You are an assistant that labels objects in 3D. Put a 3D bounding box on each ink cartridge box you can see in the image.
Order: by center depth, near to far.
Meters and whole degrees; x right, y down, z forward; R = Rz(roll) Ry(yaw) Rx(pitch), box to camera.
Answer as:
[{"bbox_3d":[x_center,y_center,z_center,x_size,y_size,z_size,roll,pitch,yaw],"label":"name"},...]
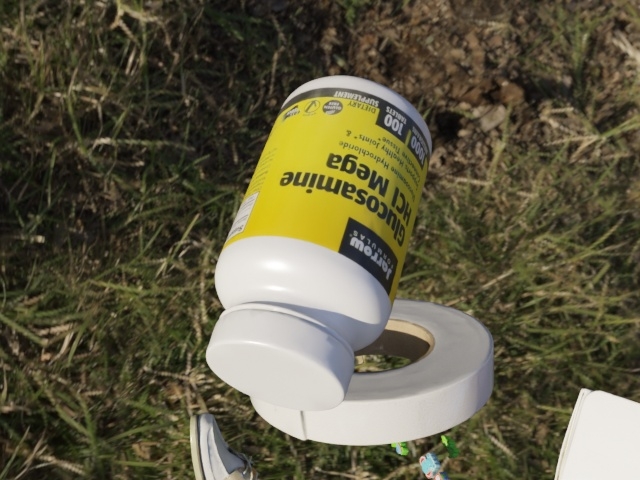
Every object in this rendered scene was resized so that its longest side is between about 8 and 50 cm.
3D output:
[{"bbox_3d":[0.380,0.256,0.834,0.207,0.283,0.117,16,82,28],"label":"ink cartridge box"}]

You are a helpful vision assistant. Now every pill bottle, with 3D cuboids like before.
[{"bbox_3d":[0.000,0.000,0.827,0.187,0.188,0.334,26,57,-13],"label":"pill bottle"}]

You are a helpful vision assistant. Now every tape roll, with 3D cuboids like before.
[{"bbox_3d":[0.077,0.191,1.212,0.391,0.392,0.072,-14,109,-27],"label":"tape roll"}]

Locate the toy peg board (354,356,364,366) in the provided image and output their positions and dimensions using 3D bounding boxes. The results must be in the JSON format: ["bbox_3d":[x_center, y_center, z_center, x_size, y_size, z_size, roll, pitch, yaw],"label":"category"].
[{"bbox_3d":[-0.008,0.210,1.674,0.160,0.079,0.161,-19,69,4],"label":"toy peg board"}]

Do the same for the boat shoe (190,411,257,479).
[{"bbox_3d":[-0.170,0.441,1.446,0.103,0.113,0.302,-10,119,1],"label":"boat shoe"}]

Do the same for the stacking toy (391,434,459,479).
[{"bbox_3d":[0.260,0.533,1.713,0.166,0.052,0.221,9,38,-31],"label":"stacking toy"}]
